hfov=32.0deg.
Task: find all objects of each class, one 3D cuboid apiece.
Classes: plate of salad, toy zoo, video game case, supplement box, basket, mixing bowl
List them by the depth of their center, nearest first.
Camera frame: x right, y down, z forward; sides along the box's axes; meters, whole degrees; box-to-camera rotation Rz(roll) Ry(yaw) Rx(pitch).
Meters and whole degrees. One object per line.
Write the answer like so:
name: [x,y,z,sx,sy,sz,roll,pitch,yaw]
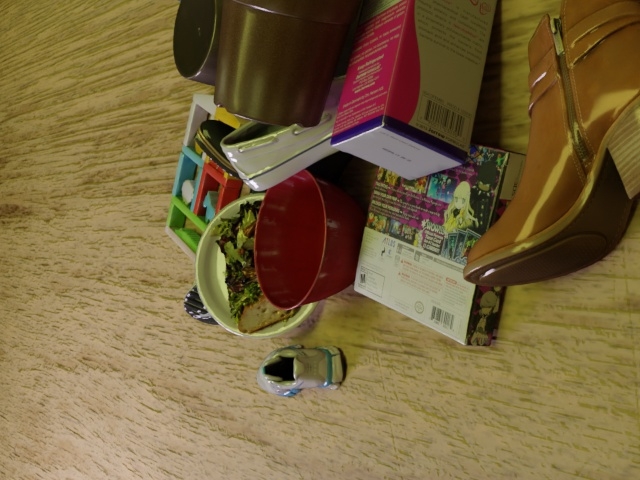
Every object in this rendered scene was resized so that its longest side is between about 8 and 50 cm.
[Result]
supplement box: [0.104,-0.193,1.212,0.114,0.111,0.220,-14,58,59]
video game case: [0.130,-0.013,1.254,0.232,0.042,0.210,23,104,58]
mixing bowl: [0.000,0.000,1.415,0.181,0.098,0.181,-13,75,58]
basket: [-0.061,-0.253,1.431,0.204,0.227,0.154,-32,59,54]
plate of salad: [-0.085,0.033,1.509,0.200,0.048,0.199,-2,83,20]
toy zoo: [-0.178,-0.116,1.796,0.192,0.030,0.293,39,119,54]

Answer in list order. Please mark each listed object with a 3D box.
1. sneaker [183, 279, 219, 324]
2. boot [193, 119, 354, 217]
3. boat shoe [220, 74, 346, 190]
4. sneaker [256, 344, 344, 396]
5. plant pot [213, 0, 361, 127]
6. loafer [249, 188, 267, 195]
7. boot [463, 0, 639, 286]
sneaker: [-0.148,0.043,1.694,0.094,0.082,0.208,-76,7,-50]
boot: [-0.051,-0.134,1.457,0.137,0.198,0.076,-52,15,36]
boat shoe: [-0.005,-0.155,1.354,0.258,0.084,0.095,-33,31,13]
sneaker: [-0.050,0.171,1.491,0.191,0.083,0.071,-23,68,57]
plant pot: [-0.046,-0.221,1.245,0.167,0.167,0.165,39,120,54]
loafer: [-0.086,0.022,1.575,0.076,0.078,0.223,-21,68,56]
boot: [0.219,-0.098,1.050,0.283,0.109,0.220,-44,51,45]
